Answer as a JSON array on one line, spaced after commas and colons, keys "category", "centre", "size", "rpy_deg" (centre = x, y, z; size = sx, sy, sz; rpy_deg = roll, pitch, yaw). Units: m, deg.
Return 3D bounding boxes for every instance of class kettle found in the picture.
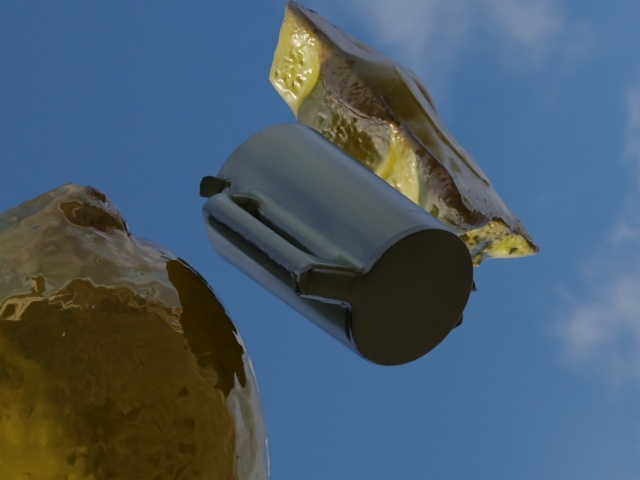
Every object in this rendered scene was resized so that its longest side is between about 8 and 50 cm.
[{"category": "kettle", "centre": [0.005, -0.004, 0.896], "size": [0.098, 0.148, 0.127], "rpy_deg": [-44, -47, -8]}]

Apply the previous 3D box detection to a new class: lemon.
[{"category": "lemon", "centre": [-0.142, 0.118, 0.858], "size": [0.236, 0.236, 0.263], "rpy_deg": [12, -119, -38]}]

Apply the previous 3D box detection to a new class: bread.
[{"category": "bread", "centre": [0.052, -0.069, 1.127], "size": [0.088, 0.233, 0.161], "rpy_deg": [-37, -28, 8]}]
